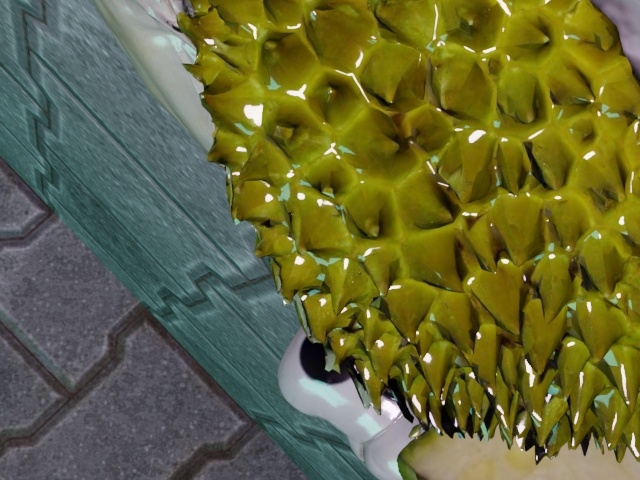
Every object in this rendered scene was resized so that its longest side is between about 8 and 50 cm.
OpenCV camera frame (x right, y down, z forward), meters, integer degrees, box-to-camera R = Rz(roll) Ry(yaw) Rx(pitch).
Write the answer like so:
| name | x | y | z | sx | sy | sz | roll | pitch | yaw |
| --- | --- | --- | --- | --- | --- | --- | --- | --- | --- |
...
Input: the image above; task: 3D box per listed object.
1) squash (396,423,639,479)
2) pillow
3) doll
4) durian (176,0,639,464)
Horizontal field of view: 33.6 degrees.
| name | x | y | z | sx | sy | sz | roll | pitch | yaw |
| --- | --- | --- | --- | --- | --- | --- | --- | --- | --- |
| squash | 0.175 | 0.197 | 0.660 | 0.203 | 0.111 | 0.288 | 29 | 160 | 37 |
| pillow | -0.098 | -0.130 | 0.662 | 0.128 | 0.051 | 0.229 | 41 | 166 | 49 |
| doll | 0.055 | 0.120 | 0.802 | 0.181 | 0.110 | 0.107 | 44 | 156 | 7 |
| durian | 0.063 | -0.028 | 0.441 | 0.352 | 0.158 | 0.169 | 53 | -161 | -26 |
